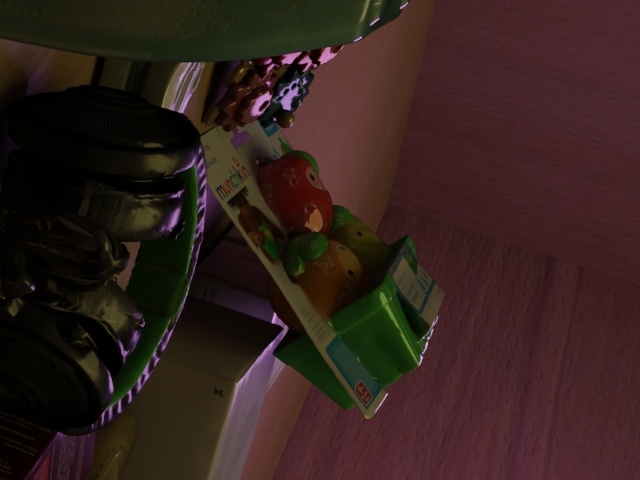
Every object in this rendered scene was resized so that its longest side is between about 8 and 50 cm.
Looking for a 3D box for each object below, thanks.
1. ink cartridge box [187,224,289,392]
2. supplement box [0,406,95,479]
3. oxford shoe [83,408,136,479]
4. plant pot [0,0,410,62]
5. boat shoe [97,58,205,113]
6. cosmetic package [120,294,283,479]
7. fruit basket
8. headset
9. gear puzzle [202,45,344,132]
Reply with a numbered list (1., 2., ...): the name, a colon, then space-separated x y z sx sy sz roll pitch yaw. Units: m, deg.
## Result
1. ink cartridge box: -0.096 0.096 1.798 0.283 0.117 0.207 -56 163 -66
2. supplement box: -0.248 0.194 1.056 0.239 0.073 0.130 -60 167 -55
3. oxford shoe: -0.214 0.304 1.299 0.123 0.130 0.348 99 3 -50
4. plant pot: -0.061 -0.218 0.727 0.248 0.252 0.247 -51 158 -72
5. boat shoe: -0.132 -0.152 1.103 0.081 0.079 0.227 -71 -176 -78
6. cosmetic package: -0.155 0.205 1.535 0.224 0.138 0.224 -50 157 -75
7. fruit basket: 0.000 0.000 1.584 0.165 0.353 0.327 -27 -173 18
8. headset: -0.147 0.014 0.919 0.394 0.185 0.243 38 70 -73
9. gear puzzle: 0.012 -0.248 1.463 0.339 0.044 0.175 -55 161 25
